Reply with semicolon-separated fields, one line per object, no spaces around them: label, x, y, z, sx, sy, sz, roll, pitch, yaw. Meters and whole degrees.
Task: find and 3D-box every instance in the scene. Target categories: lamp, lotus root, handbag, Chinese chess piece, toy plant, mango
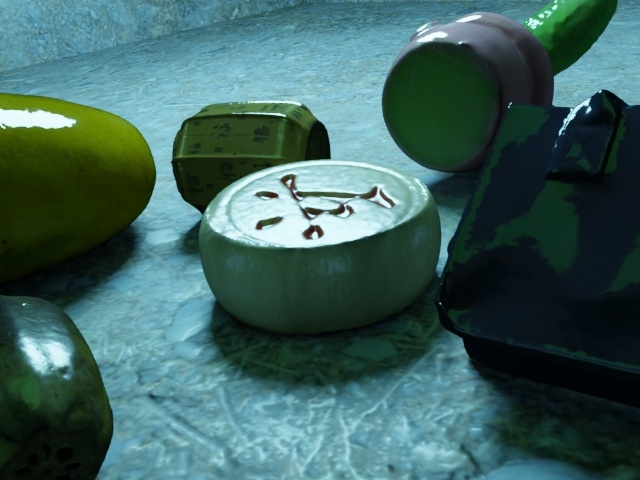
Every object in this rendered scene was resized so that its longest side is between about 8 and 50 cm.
lamp;-0.088;-0.101;0.995;0.185;0.161;0.161;2;25;21
lotus root;-0.233;0.111;0.577;0.124;0.123;0.241;-11;24;-32
handbag;0.274;-0.003;0.582;0.325;0.118;0.269;12;69;34
Chinese chess piece;0.000;0.000;0.797;0.249;0.103;0.250;-5;25;2
toy plant;0.254;-0.229;1.088;0.317;0.211;0.356;-41;-14;37
mango;-0.390;-0.066;0.911;0.300;0.232;0.445;8;16;39
